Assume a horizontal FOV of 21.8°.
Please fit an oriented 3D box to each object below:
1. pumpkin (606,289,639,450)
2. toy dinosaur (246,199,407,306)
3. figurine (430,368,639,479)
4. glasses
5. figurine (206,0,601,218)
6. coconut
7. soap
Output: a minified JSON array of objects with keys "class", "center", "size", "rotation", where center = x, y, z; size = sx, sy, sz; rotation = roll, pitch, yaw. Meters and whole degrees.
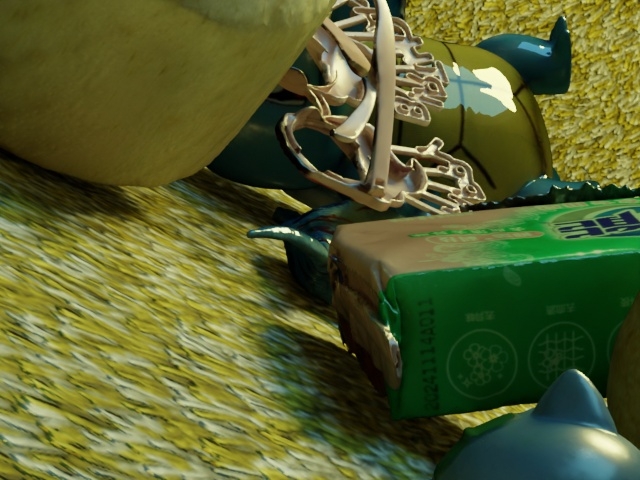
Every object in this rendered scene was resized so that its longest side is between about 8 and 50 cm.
[{"class":"pumpkin","center":[0.290,0.095,0.813],"size":[0.332,0.332,0.199],"rotation":[26,4,-29]},{"class":"toy dinosaur","center":[0.029,0.010,1.126],"size":[0.144,0.076,0.329],"rotation":[21,5,0]},{"class":"figurine","center":[0.112,0.145,0.621],"size":[0.178,0.114,0.144],"rotation":[50,10,30]},{"class":"glasses","center":[0.046,-0.112,1.142],"size":[0.162,0.095,0.255],"rotation":[17,41,-33]},{"class":"figurine","center":[0.090,-0.090,1.337],"size":[0.416,0.243,0.298],"rotation":[27,53,-42]},{"class":"coconut","center":[-0.134,-0.180,1.032],"size":[0.329,0.329,0.329],"rotation":[30,9,-5]},{"class":"soap","center":[0.145,0.034,0.945],"size":[0.273,0.098,0.218],"rotation":[-6,15,-8]}]
